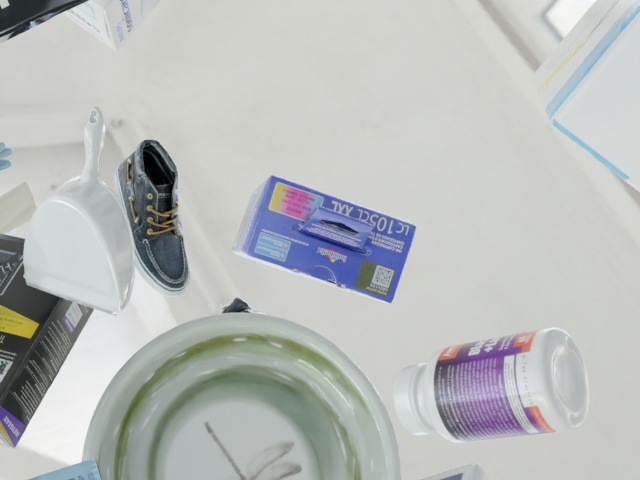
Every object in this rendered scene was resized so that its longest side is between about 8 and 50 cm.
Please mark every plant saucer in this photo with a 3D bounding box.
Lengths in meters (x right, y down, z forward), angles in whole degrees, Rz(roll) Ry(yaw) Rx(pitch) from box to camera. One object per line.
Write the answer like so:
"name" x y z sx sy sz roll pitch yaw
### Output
"plant saucer" -0.100 0.295 1.143 0.400 0.100 0.401 6 -113 -15

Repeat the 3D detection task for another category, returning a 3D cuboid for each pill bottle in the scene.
"pill bottle" 0.179 0.162 0.976 0.108 0.193 0.108 23 -120 -45

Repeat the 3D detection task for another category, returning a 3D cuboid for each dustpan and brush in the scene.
"dustpan and brush" -0.259 -0.039 0.987 0.147 0.211 0.060 16 -154 24

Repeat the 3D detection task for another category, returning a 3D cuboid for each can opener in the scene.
"can opener" -0.135 0.153 1.705 0.073 0.059 0.186 51 -176 19

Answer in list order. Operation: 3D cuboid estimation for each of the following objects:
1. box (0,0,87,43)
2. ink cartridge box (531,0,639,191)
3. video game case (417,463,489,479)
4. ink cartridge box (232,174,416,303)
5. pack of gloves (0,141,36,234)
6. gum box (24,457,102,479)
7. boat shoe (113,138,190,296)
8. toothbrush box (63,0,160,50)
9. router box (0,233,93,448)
"box" -0.160 -0.288 0.525 0.097 0.394 0.318 38 -142 -58
"ink cartridge box" 0.384 -0.178 1.019 0.198 0.197 0.270 36 -160 -5
"video game case" -0.038 0.306 0.642 0.036 0.300 0.329 59 -151 -10
"ink cartridge box" 0.000 0.000 1.602 0.270 0.395 0.151 19 -91 -8
"pack of gloves" -0.549 -0.053 1.328 0.232 0.195 0.046 -34 -122 -24
"gum box" -0.247 0.235 0.676 0.184 0.157 0.041 -15 -79 -18
"boat shoe" -0.195 -0.027 1.078 0.065 0.083 0.183 -15 -104 -36
"toothbrush box" -0.270 -0.439 1.192 0.216 0.126 0.295 37 -103 4
"router box" -0.459 0.100 1.113 0.308 0.081 0.243 11 -127 16
